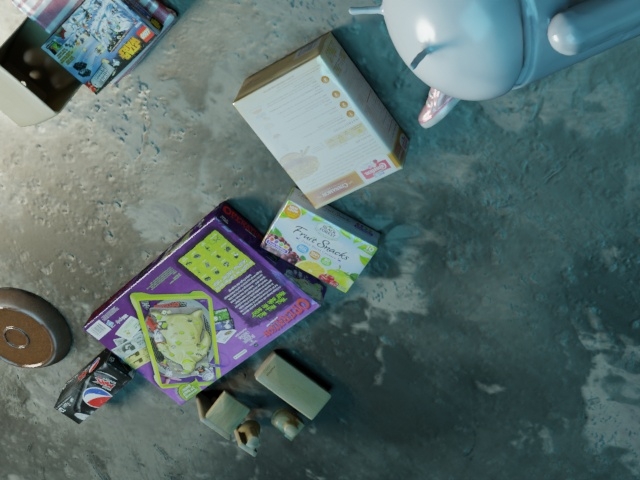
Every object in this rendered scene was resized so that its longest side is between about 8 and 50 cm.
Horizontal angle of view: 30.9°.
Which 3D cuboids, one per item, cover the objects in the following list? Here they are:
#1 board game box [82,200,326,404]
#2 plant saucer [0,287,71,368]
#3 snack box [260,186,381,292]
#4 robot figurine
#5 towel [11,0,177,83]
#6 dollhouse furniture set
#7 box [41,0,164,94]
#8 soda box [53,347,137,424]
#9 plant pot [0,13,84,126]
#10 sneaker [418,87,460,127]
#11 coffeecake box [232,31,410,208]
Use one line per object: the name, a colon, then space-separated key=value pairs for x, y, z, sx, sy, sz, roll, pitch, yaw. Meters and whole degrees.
board game box: x=-0.180 y=0.104 z=1.746 sx=0.208 sy=0.056 sz=0.347 roll=44 pitch=125 yaw=-14
plant saucer: x=-0.488 y=0.150 z=1.876 sx=0.168 sy=0.029 sz=0.168 roll=8 pitch=129 yaw=10
snack box: x=0.000 y=0.000 z=1.620 sx=0.141 sy=0.037 sz=0.100 roll=28 pitch=127 yaw=-7
robot figurine: x=0.212 y=-0.268 z=1.190 sx=0.353 sy=0.300 sz=0.200 roll=-24 pitch=123 yaw=-15
towel: x=-0.294 y=-0.305 z=1.475 sx=0.197 sy=0.029 sz=0.144 roll=39 pitch=126 yaw=-19
dollhouse furniture set: x=-0.093 y=0.247 z=1.843 sx=0.144 sy=0.123 sz=0.151 roll=38 pitch=92 yaw=-15
box: x=-0.277 y=-0.258 z=1.470 sx=0.094 sy=0.027 sz=0.137 roll=42 pitch=125 yaw=-19
soda box: x=-0.362 y=0.230 z=1.881 sx=0.053 sy=0.060 sz=0.169 roll=37 pitch=128 yaw=-18
plant pot: x=-0.382 y=-0.213 z=1.523 sx=0.109 sy=0.109 sz=0.096 roll=41 pitch=138 yaw=-17
sneaker: x=0.150 y=-0.201 z=1.417 sx=0.070 sy=0.051 sz=0.134 roll=38 pitch=124 yaw=-12
coffeecake box: x=0.003 y=-0.150 z=1.484 sx=0.142 sy=0.068 sz=0.185 roll=-24 pitch=117 yaw=29
